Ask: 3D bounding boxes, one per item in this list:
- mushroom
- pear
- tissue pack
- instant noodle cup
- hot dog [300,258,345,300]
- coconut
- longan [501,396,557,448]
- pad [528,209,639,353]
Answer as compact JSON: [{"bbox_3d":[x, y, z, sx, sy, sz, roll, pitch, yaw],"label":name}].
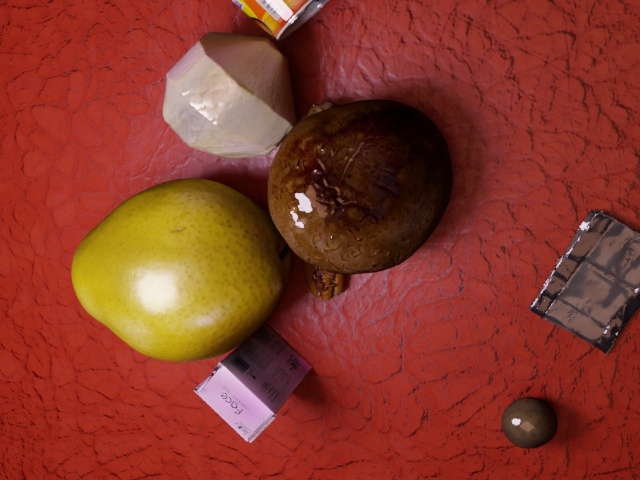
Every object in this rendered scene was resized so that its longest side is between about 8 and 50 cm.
[{"bbox_3d":[0.074,-0.096,1.369,0.345,0.239,0.345,2,97,14],"label":"mushroom"},{"bbox_3d":[-0.264,0.057,1.447,0.419,0.362,0.362,-1,101,13],"label":"pear"},{"bbox_3d":[-0.127,0.281,1.507,0.148,0.246,0.092,43,109,5],"label":"tissue pack"},{"bbox_3d":[-0.077,-0.480,1.371,0.213,0.213,0.174,-40,96,20],"label":"instant noodle cup"},{"bbox_3d":[0.000,0.000,1.504,0.102,0.076,0.249,2,102,19],"label":"hot dog"},{"bbox_3d":[-0.163,-0.277,1.415,0.259,0.259,0.259,3,102,16],"label":"coconut"},{"bbox_3d":[0.406,0.357,1.452,0.106,0.106,0.119,-9,138,18],"label":"longan"},{"bbox_3d":[0.523,0.078,1.396,0.174,0.022,0.233,30,109,8],"label":"pad"}]
